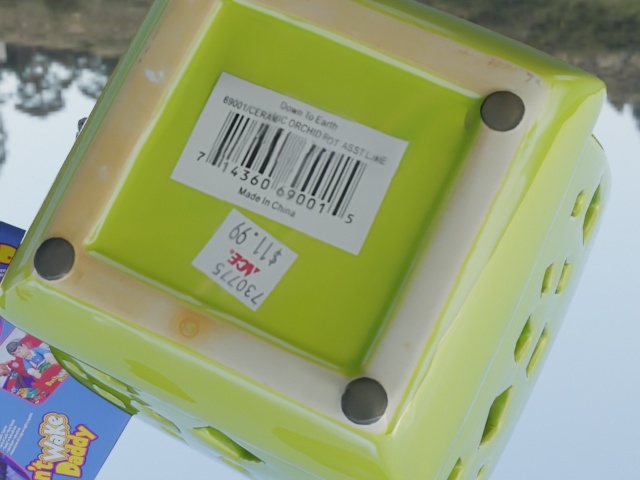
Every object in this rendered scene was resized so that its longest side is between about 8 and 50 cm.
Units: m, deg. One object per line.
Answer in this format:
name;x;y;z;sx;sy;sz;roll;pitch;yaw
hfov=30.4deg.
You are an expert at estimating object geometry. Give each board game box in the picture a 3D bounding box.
board game box;-0.289;0.137;0.953;0.233;0.347;0.078;22;-144;-16

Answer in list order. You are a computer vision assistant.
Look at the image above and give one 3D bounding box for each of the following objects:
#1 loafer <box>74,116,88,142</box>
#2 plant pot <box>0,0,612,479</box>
loafer;-0.145;-0.047;0.903;0.087;0.094;0.251;10;180;-16
plant pot;0.000;0.000;0.547;0.228;0.227;0.207;24;169;14
